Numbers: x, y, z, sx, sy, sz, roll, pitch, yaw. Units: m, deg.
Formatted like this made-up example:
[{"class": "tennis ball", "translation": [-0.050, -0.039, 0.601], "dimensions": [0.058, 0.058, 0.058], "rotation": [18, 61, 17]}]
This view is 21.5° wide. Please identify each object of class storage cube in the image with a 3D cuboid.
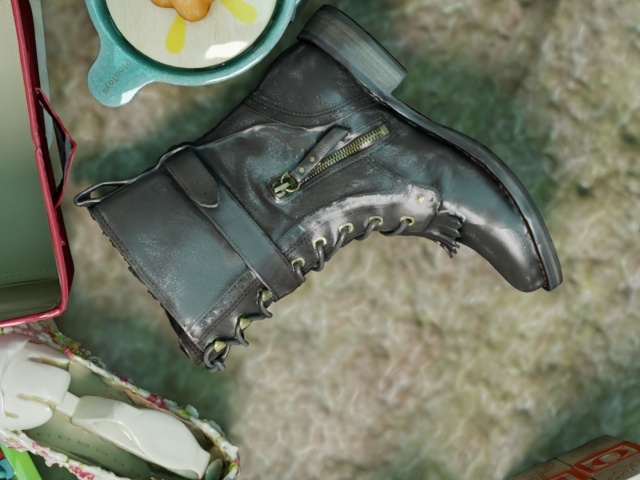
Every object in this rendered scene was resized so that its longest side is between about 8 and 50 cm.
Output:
[{"class": "storage cube", "translation": [-0.246, -0.042, 0.965], "dimensions": [0.215, 0.193, 0.183], "rotation": [-10, 97, -6]}]

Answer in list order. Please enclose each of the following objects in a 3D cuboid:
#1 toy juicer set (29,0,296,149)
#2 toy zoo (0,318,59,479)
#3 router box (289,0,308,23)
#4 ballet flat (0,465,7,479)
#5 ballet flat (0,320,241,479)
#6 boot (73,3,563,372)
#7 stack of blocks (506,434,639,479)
[{"class": "toy juicer set", "translation": [-0.096, -0.196, 1.037], "dimensions": [0.329, 0.089, 0.209], "rotation": [-24, 95, 9]}, {"class": "toy zoo", "translation": [-0.263, 0.173, 1.036], "dimensions": [0.293, 0.030, 0.192], "rotation": [-29, 95, -25]}, {"class": "router box", "translation": [-0.021, -0.216, 1.111], "dimensions": [0.092, 0.038, 0.122], "rotation": [37, 85, -7]}, {"class": "ballet flat", "translation": [-0.292, 0.120, 0.974], "dimensions": [0.232, 0.080, 0.073], "rotation": [30, 86, -17]}, {"class": "ballet flat", "translation": [-0.149, 0.101, 1.040], "dimensions": [0.241, 0.077, 0.091], "rotation": [25, 70, -20]}, {"class": "boot", "translation": [0.000, 0.000, 1.099], "dimensions": [0.263, 0.091, 0.229], "rotation": [44, 84, 3]}, {"class": "stack of blocks", "translation": [0.230, 0.287, 1.094], "dimensions": [0.087, 0.171, 0.297], "rotation": [-23, 94, -9]}]
